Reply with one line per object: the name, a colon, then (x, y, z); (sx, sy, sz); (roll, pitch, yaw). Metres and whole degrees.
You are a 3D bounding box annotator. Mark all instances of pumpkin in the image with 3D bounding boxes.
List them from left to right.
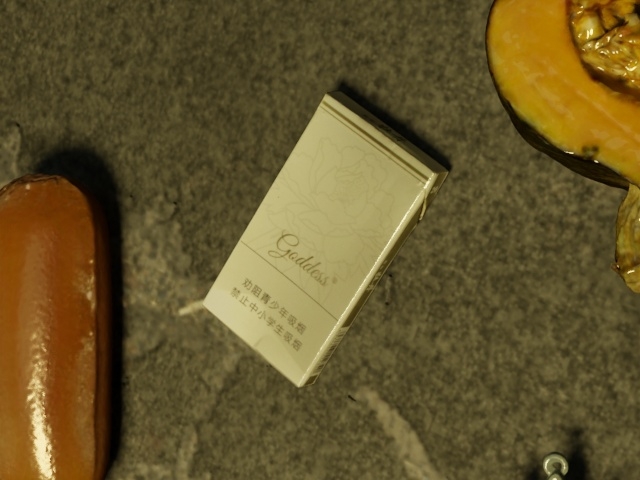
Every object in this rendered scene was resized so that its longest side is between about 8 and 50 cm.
pumpkin: (0.186, -0.074, 0.847); (0.126, 0.131, 0.248); (-18, 78, 18)

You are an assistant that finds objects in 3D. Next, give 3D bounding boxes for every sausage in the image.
sausage: (-0.218, 0.084, 1.067); (0.105, 0.105, 0.274); (1, 91, 27)

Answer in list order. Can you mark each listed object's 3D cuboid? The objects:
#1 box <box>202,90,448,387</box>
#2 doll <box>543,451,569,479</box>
box: (0.000, 0.000, 0.994); (0.109, 0.029, 0.198); (39, 108, 21)
doll: (0.156, 0.238, 0.897); (0.096, 0.070, 0.195); (3, 99, 12)
